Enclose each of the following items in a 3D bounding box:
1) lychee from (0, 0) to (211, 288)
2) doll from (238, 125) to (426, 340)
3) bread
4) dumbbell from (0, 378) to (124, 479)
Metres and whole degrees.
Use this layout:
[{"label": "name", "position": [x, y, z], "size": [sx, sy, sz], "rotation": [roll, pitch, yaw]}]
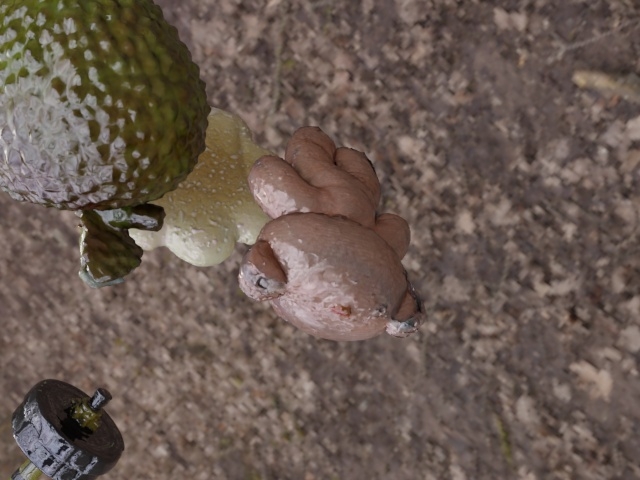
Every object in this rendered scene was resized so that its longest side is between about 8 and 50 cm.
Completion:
[{"label": "lychee", "position": [-0.252, -0.139, 1.188], "size": [0.270, 0.270, 0.320], "rotation": [8, 137, 50]}, {"label": "doll", "position": [0.000, 0.000, 1.144], "size": [0.201, 0.303, 0.156], "rotation": [22, 120, -15]}, {"label": "bread", "position": [-0.189, -0.095, 1.462], "size": [0.316, 0.316, 0.054], "rotation": [37, 135, 12]}, {"label": "dumbbell", "position": [-0.468, 0.376, 1.691], "size": [0.185, 0.388, 0.185], "rotation": [43, -173, -7]}]
